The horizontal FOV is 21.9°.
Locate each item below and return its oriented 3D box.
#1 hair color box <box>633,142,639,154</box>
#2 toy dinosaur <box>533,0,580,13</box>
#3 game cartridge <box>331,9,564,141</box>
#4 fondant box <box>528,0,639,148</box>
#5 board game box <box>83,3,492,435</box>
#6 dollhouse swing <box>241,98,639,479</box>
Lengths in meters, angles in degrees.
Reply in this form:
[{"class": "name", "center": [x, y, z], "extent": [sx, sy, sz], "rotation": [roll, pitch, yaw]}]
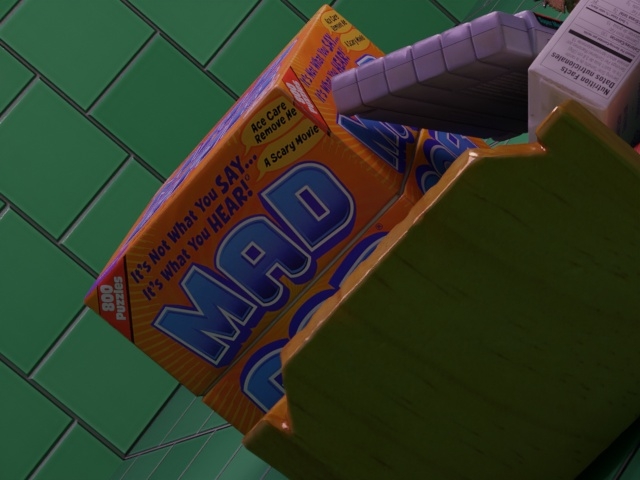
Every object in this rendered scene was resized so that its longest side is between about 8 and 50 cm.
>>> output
[{"class": "hair color box", "center": [0.335, -0.072, 1.554], "extent": [0.141, 0.072, 0.043], "rotation": [-44, 10, 38]}, {"class": "toy dinosaur", "center": [0.380, -0.432, 2.424], "extent": [0.127, 0.295, 0.200], "rotation": [-27, 38, -28]}, {"class": "game cartridge", "center": [0.205, -0.183, 1.875], "extent": [0.230, 0.068, 0.355], "rotation": [-23, -16, 33]}, {"class": "fondant box", "center": [0.341, -0.211, 1.723], "extent": [0.330, 0.096, 0.238], "rotation": [-51, -22, -18]}, {"class": "board game box", "center": [0.000, 0.000, 1.990], "extent": [0.356, 0.356, 0.356], "rotation": [-46, 9, 22]}, {"class": "dollhouse swing", "center": [0.144, 0.049, 1.368], "extent": [0.347, 0.315, 0.305], "rotation": [-48, 19, 15]}]
